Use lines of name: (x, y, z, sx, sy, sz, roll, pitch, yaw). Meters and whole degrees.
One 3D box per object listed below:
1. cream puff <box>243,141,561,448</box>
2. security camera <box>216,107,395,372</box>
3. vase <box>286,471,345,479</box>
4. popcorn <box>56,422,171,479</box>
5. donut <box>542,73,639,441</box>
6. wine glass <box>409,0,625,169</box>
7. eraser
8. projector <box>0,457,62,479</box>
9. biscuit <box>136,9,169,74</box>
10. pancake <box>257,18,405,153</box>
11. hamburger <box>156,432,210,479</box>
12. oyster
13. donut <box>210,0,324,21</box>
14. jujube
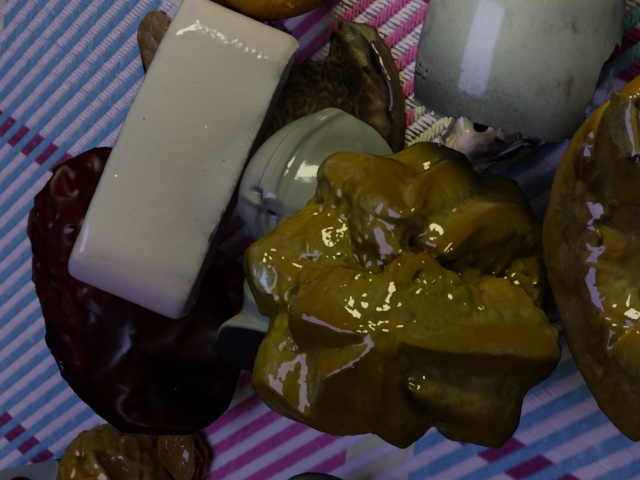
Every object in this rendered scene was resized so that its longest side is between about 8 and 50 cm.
cream puff: (0.100, 0.046, 1.563, 0.270, 0.323, 0.274, -163, 79, -69)
security camera: (0.000, 0.000, 1.770, 0.197, 0.191, 0.277, 15, 122, 35)
vase: (-0.059, 0.401, 1.921, 0.291, 0.245, 0.245, -47, 59, 36)
popcorn: (-0.276, 0.335, 2.234, 0.170, 0.180, 0.180, -47, 49, -4)
donut: (0.347, 0.023, 1.414, 0.360, 0.170, 0.360, 12, 104, 55)
wine glass: (0.202, -0.259, 1.526, 0.190, 0.190, 0.357, 27, 113, 46)
eraser: (-0.155, -0.082, 1.875, 0.150, 0.331, 0.331, 22, 120, -1)
projector: (-0.392, 0.449, 2.430, 0.259, 0.079, 0.257, -18, 80, 50)
biscuit: (-0.205, -0.228, 2.169, 0.071, 0.018, 0.147, -32, 69, 45)
pancake: (-0.007, -0.146, 1.929, 0.288, 0.033, 0.286, -49, 56, 41)
hamburger: (-0.179, 0.276, 2.179, 0.083, 0.044, 0.076, 43, 125, 42)
oyster: (0.173, -0.108, 1.708, 0.199, 0.061, 0.106, -14, 78, 44)
donut: (-0.069, -0.347, 1.837, 0.113, 0.226, 0.227, -9, 88, 50)
jujube: (-0.234, 0.063, 2.068, 0.377, 0.258, 0.258, 58, 134, 23)
